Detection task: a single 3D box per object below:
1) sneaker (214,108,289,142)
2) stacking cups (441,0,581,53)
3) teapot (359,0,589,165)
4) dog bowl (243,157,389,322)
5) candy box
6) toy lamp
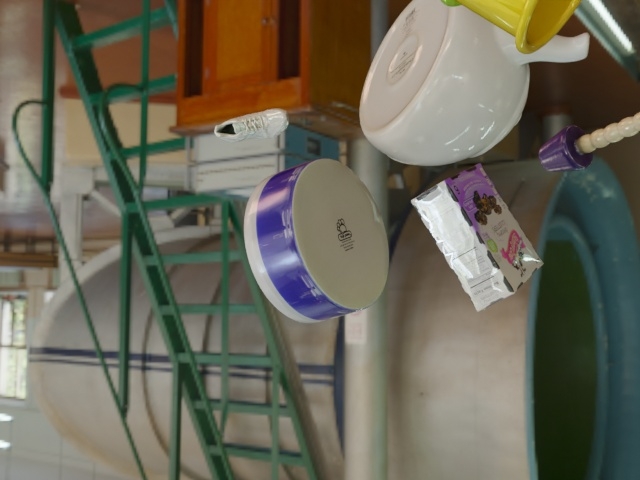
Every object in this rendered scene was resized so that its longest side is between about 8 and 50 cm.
[{"bbox_3d":[-0.132,-0.215,1.434,0.152,0.053,0.061,-11,-177,22],"label":"sneaker"},{"bbox_3d":[0.037,-0.249,0.511,0.316,0.096,0.096,39,-172,18],"label":"stacking cups"},{"bbox_3d":[0.181,-0.196,0.994,0.187,0.252,0.256,22,-166,-22],"label":"teapot"},{"bbox_3d":[0.000,0.000,1.263,0.104,0.264,0.265,-17,165,36],"label":"dog bowl"},{"bbox_3d":[0.247,-0.010,1.170,0.070,0.196,0.165,-34,176,34],"label":"candy box"},{"bbox_3d":[0.465,-0.173,1.177,0.080,0.080,0.275,4,161,-36],"label":"toy lamp"}]
